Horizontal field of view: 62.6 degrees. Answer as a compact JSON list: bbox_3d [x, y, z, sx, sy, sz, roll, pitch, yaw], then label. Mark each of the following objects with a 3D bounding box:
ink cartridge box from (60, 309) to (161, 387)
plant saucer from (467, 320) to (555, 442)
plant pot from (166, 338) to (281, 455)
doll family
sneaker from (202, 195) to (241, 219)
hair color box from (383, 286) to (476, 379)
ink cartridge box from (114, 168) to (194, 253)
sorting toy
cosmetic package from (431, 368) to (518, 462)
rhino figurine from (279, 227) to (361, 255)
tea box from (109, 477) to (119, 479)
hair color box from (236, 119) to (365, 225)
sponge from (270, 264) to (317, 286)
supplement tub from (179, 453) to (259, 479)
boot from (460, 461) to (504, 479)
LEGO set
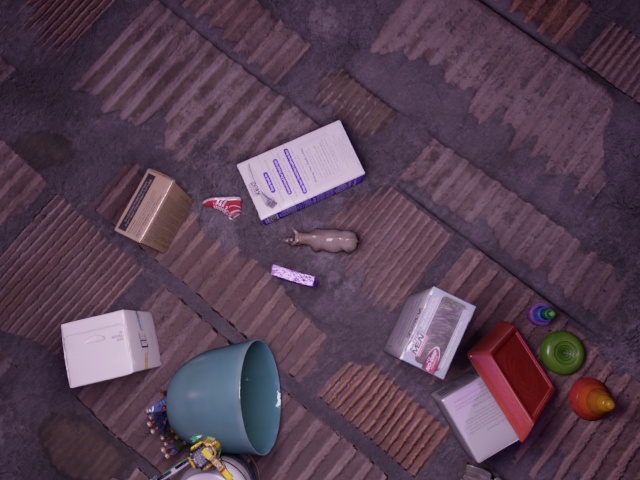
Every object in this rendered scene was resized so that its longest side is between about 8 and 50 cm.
[{"bbox_3d":[-0.566,0.293,1.445,0.171,0.233,0.169,-14,80,-1],"label":"ink cartridge box"},{"bbox_3d":[0.532,0.362,1.422,0.047,0.258,0.259,-37,79,40],"label":"plant saucer"},{"bbox_3d":[-0.263,0.420,1.403,0.234,0.293,0.293,-8,80,13],"label":"plant pot"},{"bbox_3d":[-0.416,0.509,1.489,0.111,0.076,0.193,-37,79,0],"label":"doll family"},{"bbox_3d":[-0.299,-0.096,1.601,0.118,0.042,0.067,-5,77,-2],"label":"sneaker"},{"bbox_3d":[0.267,0.236,1.367,0.113,0.374,0.186,26,82,5],"label":"hair color box"},{"bbox_3d":[-0.466,-0.077,1.504,0.088,0.235,0.193,25,81,4],"label":"ink cartridge box"},{"bbox_3d":[0.712,0.338,1.470,0.127,0.126,0.366,-29,82,-3],"label":"sorting toy"},{"bbox_3d":[0.424,0.472,1.439,0.151,0.151,0.184,-29,82,-4],"label":"cosmetic package"},{"bbox_3d":[0.000,0.000,1.547,0.243,0.106,0.073,4,80,1],"label":"rhino figurine"},{"bbox_3d":[-0.503,0.809,1.311,0.323,0.329,0.220,26,82,5],"label":"tea box"},{"bbox_3d":[-0.057,-0.200,1.583,0.338,0.110,0.185,-24,82,-5],"label":"hair color box"},{"bbox_3d":[-0.068,0.105,1.479,0.117,0.210,0.031,15,83,4],"label":"sponge"},{"bbox_3d":[-0.266,0.652,1.361,0.190,0.272,0.191,0,81,1],"label":"supplement tub"},{"bbox_3d":[0.385,0.684,1.451,0.246,0.083,0.161,25,75,-1],"label":"boot"},{"bbox_3d":[-0.272,0.608,1.131,0.254,0.192,0.332,-23,81,-2],"label":"LEGO set"}]
